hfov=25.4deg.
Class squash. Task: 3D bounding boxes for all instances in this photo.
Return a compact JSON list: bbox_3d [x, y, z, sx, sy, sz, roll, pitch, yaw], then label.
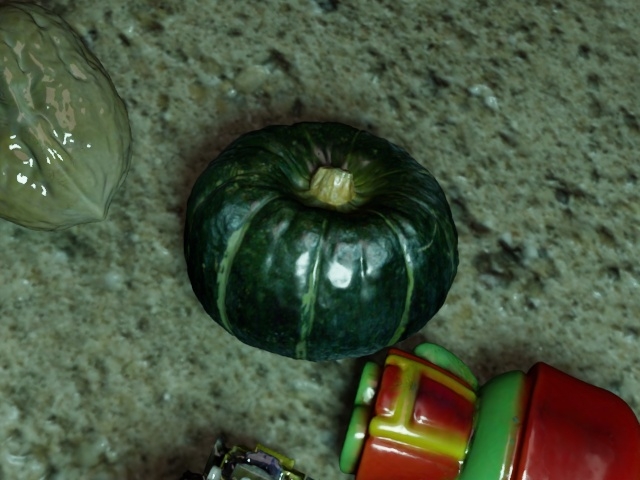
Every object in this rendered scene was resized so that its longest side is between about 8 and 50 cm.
[{"bbox_3d":[0.000,0.000,1.296,0.252,0.165,0.252,2,33,-1],"label":"squash"}]

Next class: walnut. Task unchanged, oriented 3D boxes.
[{"bbox_3d":[-0.268,-0.107,1.312,0.178,0.178,0.230,-31,76,-30],"label":"walnut"}]

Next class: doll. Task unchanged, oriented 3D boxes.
[{"bbox_3d":[0.200,0.201,1.260,0.363,0.160,0.182,21,48,-4],"label":"doll"}]

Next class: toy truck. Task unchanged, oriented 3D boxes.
[{"bbox_3d":[-0.070,0.223,1.117,0.136,0.286,0.111,24,92,5],"label":"toy truck"}]
